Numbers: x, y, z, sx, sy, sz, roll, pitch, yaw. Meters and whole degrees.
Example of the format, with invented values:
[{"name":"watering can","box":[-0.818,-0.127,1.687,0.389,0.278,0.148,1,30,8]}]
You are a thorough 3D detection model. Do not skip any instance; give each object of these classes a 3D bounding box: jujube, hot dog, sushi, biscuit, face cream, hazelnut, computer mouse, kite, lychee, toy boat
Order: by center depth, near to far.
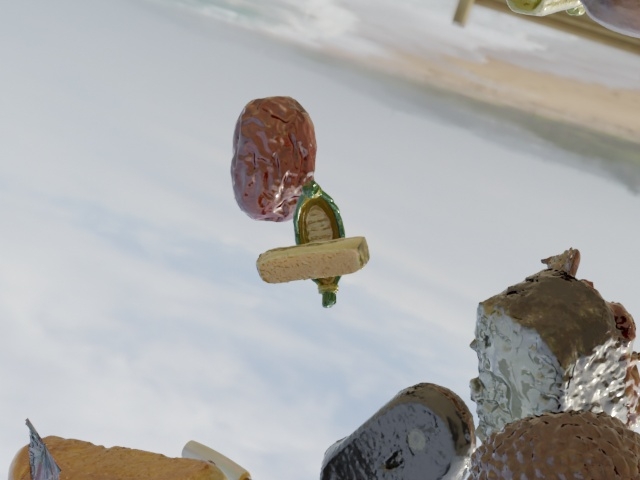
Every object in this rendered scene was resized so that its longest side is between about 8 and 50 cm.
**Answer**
[{"name":"lychee","box":[0.238,0.259,1.109,0.188,0.188,0.188,17,-171,-3]},{"name":"kite","box":[-0.351,0.308,1.450,0.010,0.190,0.159,5,155,-33]},{"name":"sushi","box":[0.300,0.175,1.479,0.182,0.343,0.196,-27,-145,-31]},{"name":"hazelnut","box":[0.502,-0.382,1.739,0.186,0.210,0.210,36,-177,-18]},{"name":"biscuit","box":[-0.011,0.029,1.804,0.188,0.052,0.056,-7,-159,29]},{"name":"hot dog","box":[-0.344,0.447,1.825,0.405,0.185,0.223,4,-157,22]},{"name":"computer mouse","box":[0.130,0.358,1.878,0.116,0.323,0.183,3,-129,-53]},{"name":"toy boat","box":[0.000,0.000,1.999,0.089,0.229,0.088,-10,-163,3]},{"name":"face cream","box":[-0.197,0.457,2.292,0.182,0.072,0.051,26,-140,31]},{"name":"jujube","box":[-0.093,-0.161,2.300,0.174,0.250,0.174,-1,-179,0]}]

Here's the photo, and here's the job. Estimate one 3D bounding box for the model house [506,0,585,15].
[{"name":"model house","box":[0.394,-0.474,1.876,0.193,0.234,0.175,-22,-157,-39]}]
